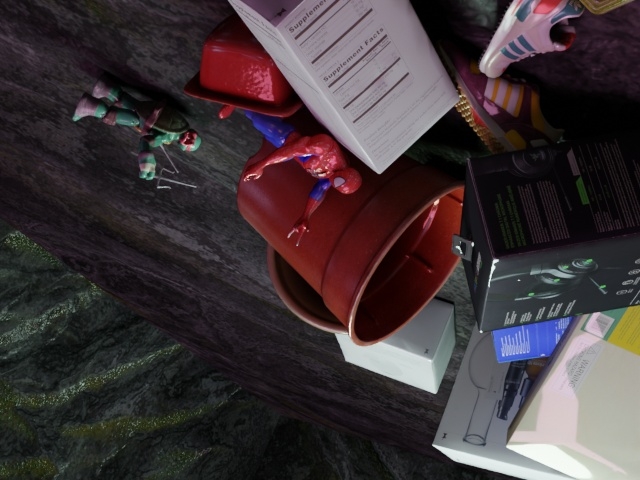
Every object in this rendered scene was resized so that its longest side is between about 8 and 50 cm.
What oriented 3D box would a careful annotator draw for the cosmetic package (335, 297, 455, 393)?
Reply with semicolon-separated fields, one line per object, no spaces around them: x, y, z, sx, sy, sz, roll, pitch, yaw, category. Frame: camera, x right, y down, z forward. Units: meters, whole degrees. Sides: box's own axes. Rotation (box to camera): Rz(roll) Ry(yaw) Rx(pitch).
0.163;0.200;1.793;0.224;0.138;0.224;18;159;18;cosmetic package

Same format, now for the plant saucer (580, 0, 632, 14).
0.253;-0.274;0.717;0.188;0.045;0.188;34;157;-23;plant saucer

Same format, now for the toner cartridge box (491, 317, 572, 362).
0.349;0.094;1.345;0.165;0.075;0.348;-8;149;11;toner cartridge box

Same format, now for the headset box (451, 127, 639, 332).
0.301;-0.005;0.997;0.283;0.131;0.246;-11;154;3;headset box

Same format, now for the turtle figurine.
-0.291;-0.190;1.423;0.234;0.118;0.175;30;-161;-8;turtle figurine

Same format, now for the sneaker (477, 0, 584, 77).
0.221;-0.210;0.876;0.075;0.057;0.161;33;157;7;sneaker

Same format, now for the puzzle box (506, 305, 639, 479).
0.482;0.200;1.222;0.272;0.052;0.409;24;118;4;puzzle box

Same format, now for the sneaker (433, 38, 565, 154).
0.208;-0.173;0.988;0.185;0.084;0.069;53;178;-6;sneaker

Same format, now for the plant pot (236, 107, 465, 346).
0.041;-0.039;1.179;0.265;0.272;0.272;39;166;25;plant pot

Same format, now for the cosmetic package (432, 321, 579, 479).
0.420;0.297;1.533;0.377;0.284;0.097;1;151;46;cosmetic package

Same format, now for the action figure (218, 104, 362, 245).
-0.069;-0.106;1.072;0.280;0.139;0.091;33;175;35;action figure

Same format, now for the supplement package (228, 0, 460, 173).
0.027;-0.215;0.917;0.139;0.134;0.244;45;177;43;supplement package

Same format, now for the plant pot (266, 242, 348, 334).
0.055;0.029;1.422;0.263;0.263;0.229;22;177;7;plant pot

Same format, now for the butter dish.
-0.077;-0.244;1.047;0.160;0.160;0.118;16;134;20;butter dish
